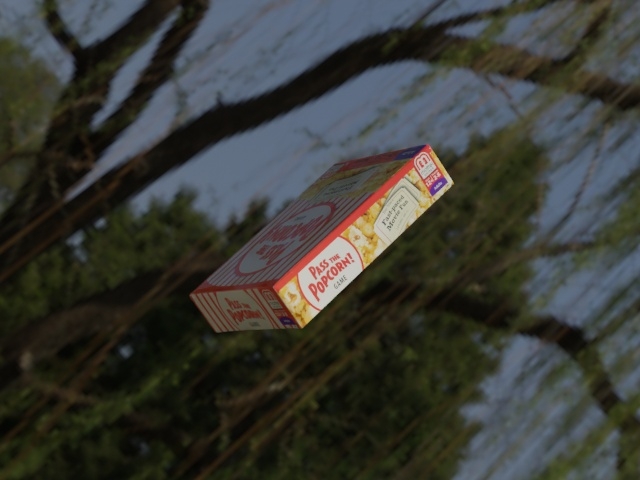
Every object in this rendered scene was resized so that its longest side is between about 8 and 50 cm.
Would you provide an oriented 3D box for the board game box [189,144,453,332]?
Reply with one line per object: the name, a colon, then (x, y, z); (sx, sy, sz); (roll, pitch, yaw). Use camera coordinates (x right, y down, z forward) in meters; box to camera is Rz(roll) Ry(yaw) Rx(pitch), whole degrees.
board game box: (0.000, 0.000, 1.254); (0.045, 0.193, 0.146); (55, -29, -16)
